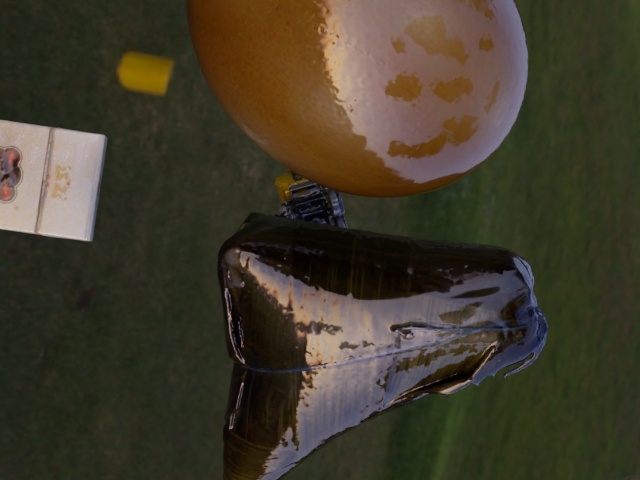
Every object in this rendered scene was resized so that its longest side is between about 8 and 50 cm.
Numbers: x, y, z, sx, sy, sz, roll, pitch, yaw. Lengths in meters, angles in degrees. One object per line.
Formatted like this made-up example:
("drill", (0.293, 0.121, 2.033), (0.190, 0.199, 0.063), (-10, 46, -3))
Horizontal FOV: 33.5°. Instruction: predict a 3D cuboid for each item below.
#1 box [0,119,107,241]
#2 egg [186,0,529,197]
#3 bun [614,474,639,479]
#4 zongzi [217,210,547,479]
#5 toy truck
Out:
("box", (-0.265, -0.054, 0.872), (0.024, 0.166, 0.090), (156, -58, -86))
("egg", (0.037, -0.193, 1.033), (0.282, 0.351, 0.283), (-48, -159, 25))
("bun", (0.330, 0.357, 0.993), (0.146, 0.287, 0.287), (-25, 125, -82))
("zongzi", (0.066, 0.196, 1.347), (0.208, 0.403, 0.432), (-67, 162, -76))
("toy truck", (0.000, 0.000, 1.618), (0.114, 0.098, 0.227), (-110, -176, -70))
